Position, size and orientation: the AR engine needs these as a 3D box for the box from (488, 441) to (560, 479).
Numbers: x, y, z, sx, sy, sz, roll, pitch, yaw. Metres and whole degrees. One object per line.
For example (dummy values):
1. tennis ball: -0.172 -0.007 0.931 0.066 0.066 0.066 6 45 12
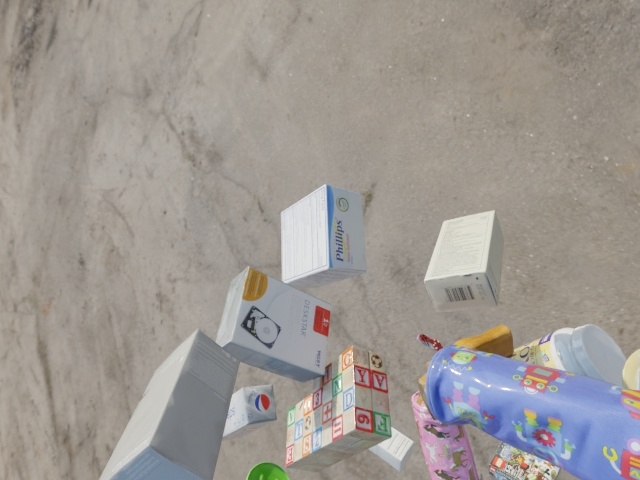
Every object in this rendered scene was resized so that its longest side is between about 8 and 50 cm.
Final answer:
1. box: 0.620 0.632 1.215 0.159 0.233 0.044 14 122 40

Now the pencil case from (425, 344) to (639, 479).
1. pencil case: 0.291 0.228 0.536 0.306 0.119 0.133 4 113 49

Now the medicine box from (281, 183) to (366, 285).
1. medicine box: 0.000 0.000 1.341 0.289 0.149 0.264 -24 63 52

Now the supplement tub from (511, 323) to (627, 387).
1. supplement tub: 0.794 0.436 1.369 0.331 0.240 0.241 -50 52 46

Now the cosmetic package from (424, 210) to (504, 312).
1. cosmetic package: 0.401 0.050 1.127 0.160 0.309 0.113 -13 114 34

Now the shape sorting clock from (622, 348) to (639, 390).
1. shape sorting clock: 0.837 0.350 0.979 0.206 0.040 0.206 -9 62 18

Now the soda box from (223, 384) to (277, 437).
1. soda box: -0.225 0.499 1.186 0.286 0.091 0.098 -48 46 46

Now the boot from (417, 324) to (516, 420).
1. boot: 0.345 0.315 0.971 0.295 0.211 0.104 80 166 -50

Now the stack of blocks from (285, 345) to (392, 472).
1. stack of blocks: 0.029 0.381 0.915 0.297 0.087 0.171 -50 27 39

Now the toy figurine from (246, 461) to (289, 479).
1. toy figurine: -0.169 0.718 1.103 0.159 0.130 0.173 -60 14 28

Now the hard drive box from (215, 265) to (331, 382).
1. hard drive box: -0.099 0.192 0.925 0.089 0.232 0.181 -36 36 42

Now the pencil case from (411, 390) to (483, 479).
1. pencil case: 0.426 0.687 1.386 0.160 0.167 0.387 -170 63 -83

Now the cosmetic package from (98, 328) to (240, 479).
1. cosmetic package: -0.205 0.256 0.592 0.127 0.107 0.238 -44 14 12

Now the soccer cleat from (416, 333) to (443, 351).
1. soccer cleat: 0.319 0.299 1.206 0.029 0.083 0.036 -63 2 -25

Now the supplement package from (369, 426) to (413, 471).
1. supplement package: 0.296 0.879 1.779 0.179 0.105 0.105 24 136 32
